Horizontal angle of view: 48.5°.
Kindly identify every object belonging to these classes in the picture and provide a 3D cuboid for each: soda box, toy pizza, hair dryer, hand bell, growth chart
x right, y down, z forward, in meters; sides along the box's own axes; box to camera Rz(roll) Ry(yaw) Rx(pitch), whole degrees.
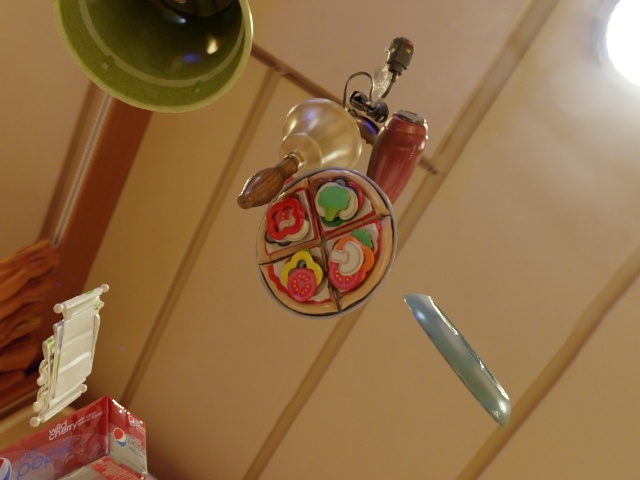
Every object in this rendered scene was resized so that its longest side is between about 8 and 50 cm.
[{"bbox_3d":[-0.351,0.302,0.897,0.263,0.092,0.083,-27,-48,8],"label":"soda box"},{"bbox_3d":[0.000,0.000,0.906,0.201,0.032,0.201,-7,-106,24],"label":"toy pizza"},{"bbox_3d":[0.107,-0.173,1.206,0.223,0.080,0.294,154,-58,-67],"label":"hair dryer"},{"bbox_3d":[-0.046,-0.098,0.943,0.126,0.242,0.126,11,-62,21],"label":"hand bell"},{"bbox_3d":[-0.451,0.204,1.275,0.021,0.172,0.237,17,-80,14],"label":"growth chart"}]

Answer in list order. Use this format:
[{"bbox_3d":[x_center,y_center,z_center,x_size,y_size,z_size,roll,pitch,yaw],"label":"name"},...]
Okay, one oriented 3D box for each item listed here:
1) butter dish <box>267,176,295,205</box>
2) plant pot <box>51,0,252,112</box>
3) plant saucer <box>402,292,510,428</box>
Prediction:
[{"bbox_3d":[-0.019,-0.111,1.357,0.160,0.159,0.118,47,-40,42],"label":"butter dish"},{"bbox_3d":[-0.218,-0.375,1.063,0.275,0.254,0.276,4,-49,4],"label":"plant pot"},{"bbox_3d":[0.274,0.221,1.386,0.043,0.317,0.318,-38,-94,7],"label":"plant saucer"}]
